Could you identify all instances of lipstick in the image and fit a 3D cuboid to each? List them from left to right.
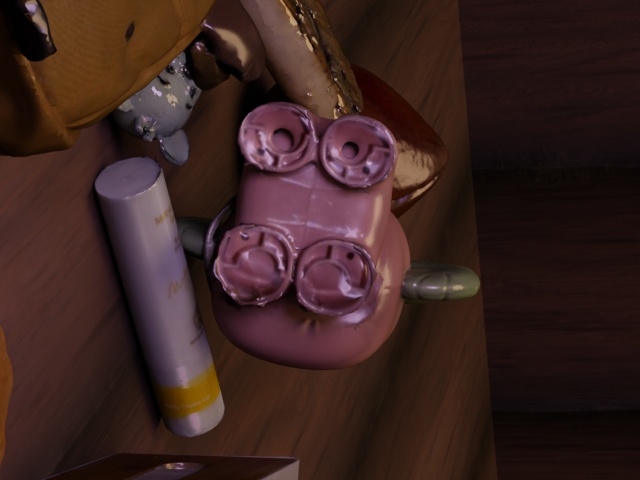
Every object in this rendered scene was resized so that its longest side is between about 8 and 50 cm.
[{"bbox_3d":[-0.132,0.051,1.575,0.059,0.059,0.264,-75,158,-51],"label":"lipstick"}]

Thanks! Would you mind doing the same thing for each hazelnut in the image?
[{"bbox_3d":[0.032,-0.092,1.983,0.208,0.208,0.208,-2,90,-77],"label":"hazelnut"}]

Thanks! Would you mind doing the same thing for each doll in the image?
[{"bbox_3d":[0.000,0.000,1.620,0.268,0.284,0.216,-7,108,-85],"label":"doll"}]

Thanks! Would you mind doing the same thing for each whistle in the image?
[{"bbox_3d":[-0.129,-0.172,1.584,0.114,0.077,0.235,45,36,-35],"label":"whistle"}]

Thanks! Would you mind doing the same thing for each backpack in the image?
[{"bbox_3d":[-0.175,-0.211,1.118,0.378,0.201,0.353,-79,158,-54],"label":"backpack"}]

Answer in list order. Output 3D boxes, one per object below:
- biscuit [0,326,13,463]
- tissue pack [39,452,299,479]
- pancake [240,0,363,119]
[{"bbox_3d":[-0.234,0.158,1.176,0.144,0.040,0.236,33,58,-66],"label":"biscuit"},{"bbox_3d":[-0.117,0.241,1.401,0.246,0.159,0.136,0,90,-78],"label":"tissue pack"},{"bbox_3d":[-0.059,-0.248,1.668,0.382,0.071,0.382,-25,90,-85],"label":"pancake"}]
